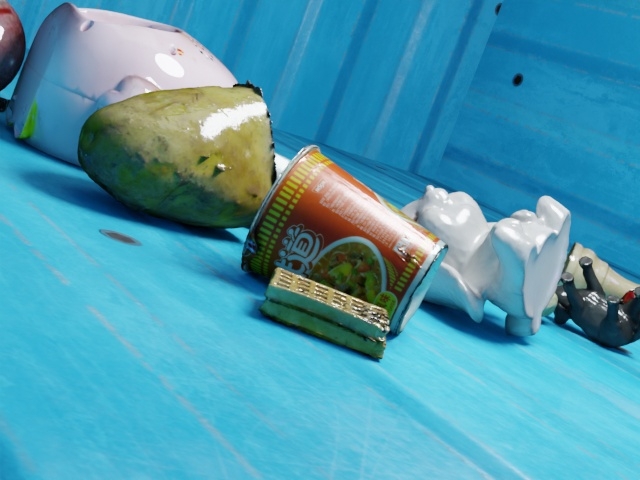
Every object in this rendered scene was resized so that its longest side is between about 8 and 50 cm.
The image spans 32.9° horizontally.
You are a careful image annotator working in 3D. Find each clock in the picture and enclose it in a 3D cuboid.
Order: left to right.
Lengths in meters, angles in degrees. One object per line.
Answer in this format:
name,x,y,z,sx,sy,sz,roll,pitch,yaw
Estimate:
clock,-0.298,-0.241,1.805,0.376,0.251,0.368,16,10,-28

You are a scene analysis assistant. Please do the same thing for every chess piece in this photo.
chess piece,0.720,0.132,2.385,0.397,0.117,0.117,24,9,8

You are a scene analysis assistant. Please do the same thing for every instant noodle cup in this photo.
instant noodle cup,0.036,0.011,1.350,0.212,0.193,0.193,30,10,11

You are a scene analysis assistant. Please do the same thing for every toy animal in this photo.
toy animal,0.219,0.027,1.652,0.264,0.206,0.271,11,23,26
toy animal,0.453,0.101,1.904,0.269,0.137,0.082,24,48,39

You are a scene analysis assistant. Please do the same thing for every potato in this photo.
potato,-0.209,-0.115,1.505,0.266,0.229,0.229,-5,23,-37

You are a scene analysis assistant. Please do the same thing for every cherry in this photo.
cherry,-0.606,-0.326,1.764,0.236,0.213,0.285,36,-23,-22

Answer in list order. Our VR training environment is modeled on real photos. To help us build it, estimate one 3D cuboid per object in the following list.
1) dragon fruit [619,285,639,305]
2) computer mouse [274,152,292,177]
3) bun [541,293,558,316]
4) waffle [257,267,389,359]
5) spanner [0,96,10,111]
dragon fruit,0.713,0.116,2.143,0.292,0.234,0.234,1,4,14
computer mouse,-0.111,-0.089,1.711,0.230,0.128,0.079,21,-3,-24
bun,0.367,0.109,1.873,0.086,0.055,0.086,6,7,-1
waffle,0.007,0.081,1.224,0.148,0.042,0.102,21,9,-1
spanner,-0.574,-0.262,2.063,0.087,0.024,0.316,17,8,12
